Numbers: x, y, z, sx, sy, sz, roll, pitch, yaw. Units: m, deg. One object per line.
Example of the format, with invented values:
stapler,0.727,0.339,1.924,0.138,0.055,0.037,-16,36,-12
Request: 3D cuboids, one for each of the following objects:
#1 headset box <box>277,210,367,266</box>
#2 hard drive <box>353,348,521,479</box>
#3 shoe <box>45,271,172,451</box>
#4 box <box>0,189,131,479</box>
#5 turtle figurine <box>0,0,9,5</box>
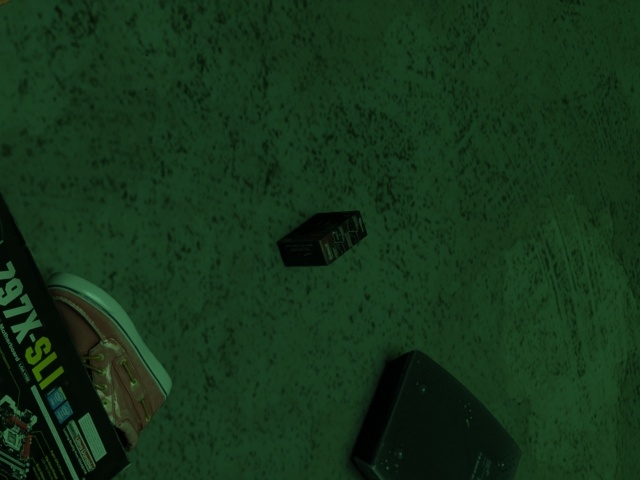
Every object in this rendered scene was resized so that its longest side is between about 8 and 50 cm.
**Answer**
headset box,0.000,0.000,1.548,0.083,0.062,0.032,-35,114,-43
hard drive,0.139,0.257,1.702,0.254,0.054,0.172,44,57,-38
shoe,-0.203,0.113,1.310,0.178,0.063,0.081,57,45,-36
box,-0.319,0.126,1.171,0.257,0.079,0.322,-43,120,-43
turtle figurine,-0.335,-0.297,1.162,0.217,0.087,0.269,46,34,-33
